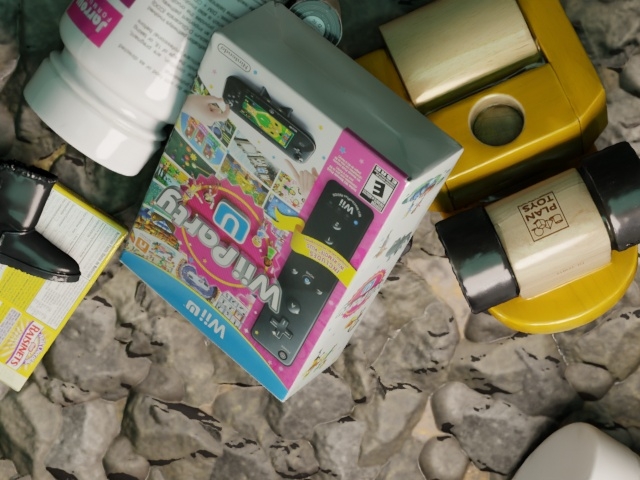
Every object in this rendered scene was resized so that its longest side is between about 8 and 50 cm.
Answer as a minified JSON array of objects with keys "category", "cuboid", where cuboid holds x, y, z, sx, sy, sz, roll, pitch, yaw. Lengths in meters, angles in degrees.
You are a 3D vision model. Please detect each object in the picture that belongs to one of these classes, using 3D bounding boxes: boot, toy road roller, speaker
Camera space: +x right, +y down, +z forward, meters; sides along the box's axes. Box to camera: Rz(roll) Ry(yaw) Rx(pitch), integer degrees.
[{"category":"boot","cuboid":[-0.280,-0.020,1.638,0.121,0.045,0.099,19,100,-4]},{"category":"toy road roller","cuboid":[0.185,-0.067,1.632,0.202,0.240,0.330,-24,70,3]},{"category":"speaker","cuboid":[-0.007,-0.208,1.581,0.055,0.136,0.055,0,105,0]}]

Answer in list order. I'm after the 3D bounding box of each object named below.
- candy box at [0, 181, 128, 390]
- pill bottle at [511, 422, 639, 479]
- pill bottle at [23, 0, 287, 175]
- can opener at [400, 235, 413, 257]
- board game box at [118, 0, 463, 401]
[{"category":"candy box","cuboid":[-0.292,0.042,1.689,0.105,0.027,0.206,34,101,-13]},{"category":"pill bottle","cuboid":[0.381,0.363,1.731,0.392,0.224,0.224,32,102,-13]},{"category":"pill bottle","cuboid":[-0.140,-0.210,1.557,0.160,0.160,0.283,36,101,-13]},{"category":"can opener","cuboid":[0.000,0.000,1.685,0.186,0.073,0.059,-12,115,9]},{"category":"board game box","cuboid":[-0.037,-0.031,1.544,0.224,0.097,0.303,39,133,13]}]
